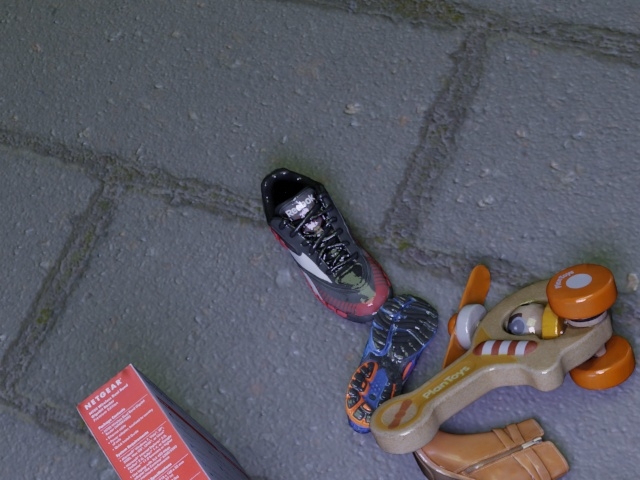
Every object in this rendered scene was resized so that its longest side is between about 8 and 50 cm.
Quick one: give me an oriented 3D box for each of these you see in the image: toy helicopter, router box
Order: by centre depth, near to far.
[{"bbox_3d":[-0.114,0.332,1.457,0.082,0.335,0.301,-39,56,-4],"label":"router box"},{"bbox_3d":[0.201,0.146,1.552,0.355,0.140,0.235,-32,29,-20],"label":"toy helicopter"}]

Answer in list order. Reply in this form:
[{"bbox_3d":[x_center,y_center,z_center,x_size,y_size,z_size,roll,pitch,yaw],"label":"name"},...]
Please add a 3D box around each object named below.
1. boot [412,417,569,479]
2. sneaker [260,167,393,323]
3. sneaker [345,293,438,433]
[{"bbox_3d":[0.201,0.259,1.552,0.152,0.073,0.197,-31,56,-8],"label":"boot"},{"bbox_3d":[-0.001,0.000,1.717,0.098,0.135,0.276,-35,59,-4],"label":"sneaker"},{"bbox_3d":[0.085,0.161,1.632,0.083,0.087,0.221,30,57,7],"label":"sneaker"}]
